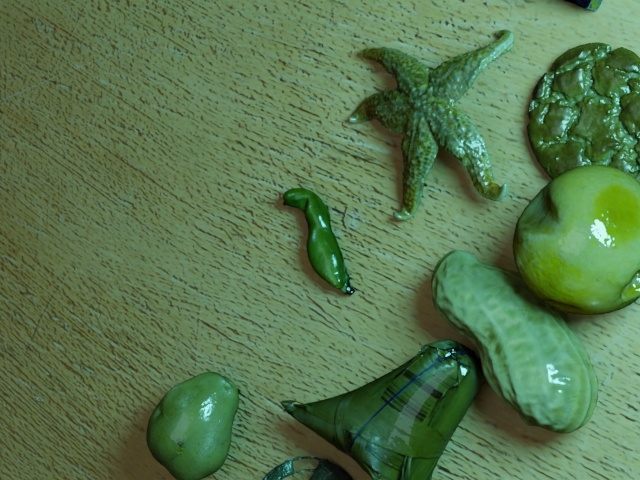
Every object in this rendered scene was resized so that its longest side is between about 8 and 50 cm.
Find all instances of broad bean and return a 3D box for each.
[{"bbox_3d":[0.000,0.000,2.041,0.070,0.048,0.214,-36,68,25],"label":"broad bean"}]

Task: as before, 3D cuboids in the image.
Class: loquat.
[{"bbox_3d":[0.364,-0.002,1.691,0.213,0.213,0.213,-2,87,35],"label":"loquat"}]

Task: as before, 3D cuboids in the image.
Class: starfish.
[{"bbox_3d":[0.177,-0.199,1.900,0.327,0.094,0.375,-43,60,28],"label":"starfish"}]

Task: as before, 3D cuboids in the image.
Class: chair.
[{"bbox_3d":[-0.044,0.461,1.998,0.174,0.149,0.213,47,109,29],"label":"chair"}]

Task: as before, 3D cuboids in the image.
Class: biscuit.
[{"bbox_3d":[0.396,-0.176,1.776,0.226,0.042,0.226,-3,85,35],"label":"biscuit"}]

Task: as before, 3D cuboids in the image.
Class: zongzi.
[{"bbox_3d":[0.095,0.229,1.925,0.289,0.123,0.260,34,102,36],"label":"zongzi"}]

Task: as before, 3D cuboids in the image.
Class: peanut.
[{"bbox_3d":[0.278,0.141,1.788,0.325,0.140,0.153,48,130,29],"label":"peanut"}]

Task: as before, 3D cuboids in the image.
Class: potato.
[{"bbox_3d":[-0.213,0.319,2.130,0.157,0.157,0.194,39,96,30],"label":"potato"}]

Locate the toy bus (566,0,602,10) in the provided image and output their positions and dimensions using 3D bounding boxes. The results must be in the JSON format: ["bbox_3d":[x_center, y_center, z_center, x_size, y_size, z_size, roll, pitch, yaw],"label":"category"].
[{"bbox_3d":[0.335,-0.389,1.809,0.172,0.072,0.057,30,106,30],"label":"toy bus"}]
